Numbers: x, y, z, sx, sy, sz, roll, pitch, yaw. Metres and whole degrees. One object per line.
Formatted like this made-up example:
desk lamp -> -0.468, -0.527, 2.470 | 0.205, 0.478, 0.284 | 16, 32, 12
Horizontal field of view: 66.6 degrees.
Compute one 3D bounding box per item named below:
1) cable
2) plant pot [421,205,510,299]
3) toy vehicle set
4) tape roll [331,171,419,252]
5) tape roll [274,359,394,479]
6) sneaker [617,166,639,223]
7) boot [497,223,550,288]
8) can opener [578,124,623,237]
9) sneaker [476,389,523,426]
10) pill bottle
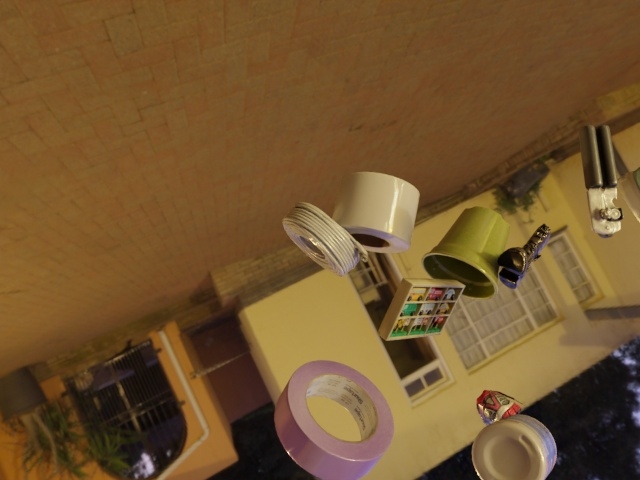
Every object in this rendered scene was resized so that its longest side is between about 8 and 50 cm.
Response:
cable -> 0.000, 0.000, 1.435 | 0.089, 0.257, 0.257 | -48, -171, -14
plant pot -> 0.536, 0.029, 1.721 | 0.253, 0.276, 0.276 | -57, -173, -21
toy vehicle set -> 0.277, 0.184, 1.316 | 0.267, 0.035, 0.165 | 6, 112, -45
tape roll -> 0.160, -0.076, 1.450 | 0.246, 0.169, 0.246 | 12, 165, 3
tape roll -> 0.034, 0.419, 1.157 | 0.275, 0.275, 0.090 | -19, 144, -53
sneaker -> 0.777, -0.015, 0.984 | 0.135, 0.365, 0.150 | -27, 169, -42
boot -> 0.698, 0.028, 1.643 | 0.229, 0.091, 0.263 | -47, 153, -13
can opener -> 0.683, -0.146, 1.206 | 0.074, 0.280, 0.093 | -2, 173, -3
sneaker -> 0.540, 0.516, 1.508 | 0.121, 0.112, 0.299 | -49, 156, -10
pill bottle -> 0.462, 0.490, 1.137 | 0.152, 0.152, 0.272 | -28, 154, 24
